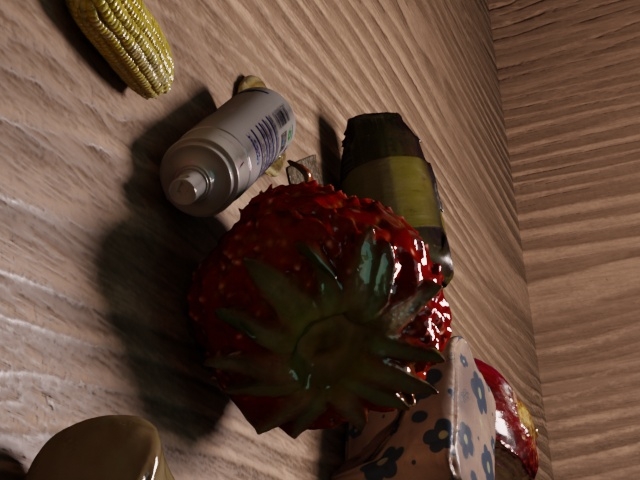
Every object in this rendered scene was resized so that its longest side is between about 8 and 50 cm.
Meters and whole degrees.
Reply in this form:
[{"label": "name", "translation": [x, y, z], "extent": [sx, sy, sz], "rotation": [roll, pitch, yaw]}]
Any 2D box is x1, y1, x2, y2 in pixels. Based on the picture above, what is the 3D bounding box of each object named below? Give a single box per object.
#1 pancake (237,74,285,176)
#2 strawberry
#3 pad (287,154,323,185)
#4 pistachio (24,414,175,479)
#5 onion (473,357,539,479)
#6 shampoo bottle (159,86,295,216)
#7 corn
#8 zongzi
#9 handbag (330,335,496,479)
[{"label": "pancake", "translation": [-0.075, -0.146, 1.749], "extent": [0.139, 0.022, 0.139], "rotation": [-12, 90, -74]}, {"label": "strawberry", "translation": [-0.011, 0.040, 1.478], "extent": [0.343, 0.292, 0.292], "rotation": [-109, 178, -61]}, {"label": "pad", "translation": [0.000, 0.000, 1.937], "extent": [0.158, 0.003, 0.235], "rotation": [-35, 112, -73]}, {"label": "pistachio", "translation": [-0.165, 0.225, 1.015], "extent": [0.129, 0.131, 0.206], "rotation": [24, 41, -16]}, {"label": "onion", "translation": [0.207, 0.270, 2.096], "extent": [0.207, 0.216, 0.206], "rotation": [57, 23, -35]}, {"label": "shampoo bottle", "translation": [-0.105, -0.094, 1.499], "extent": [0.303, 0.092, 0.092], "rotation": [-54, 131, -67]}, {"label": "corn", "translation": [-0.192, -0.205, 1.333], "extent": [0.085, 0.063, 0.165], "rotation": [60, 3, 32]}, {"label": "zongzi", "translation": [0.106, -0.014, 2.126], "extent": [0.317, 0.154, 0.289], "rotation": [90, -6, -64]}, {"label": "handbag", "translation": [0.126, 0.271, 1.845], "extent": [0.251, 0.193, 0.190], "rotation": [-80, 148, -47]}]
